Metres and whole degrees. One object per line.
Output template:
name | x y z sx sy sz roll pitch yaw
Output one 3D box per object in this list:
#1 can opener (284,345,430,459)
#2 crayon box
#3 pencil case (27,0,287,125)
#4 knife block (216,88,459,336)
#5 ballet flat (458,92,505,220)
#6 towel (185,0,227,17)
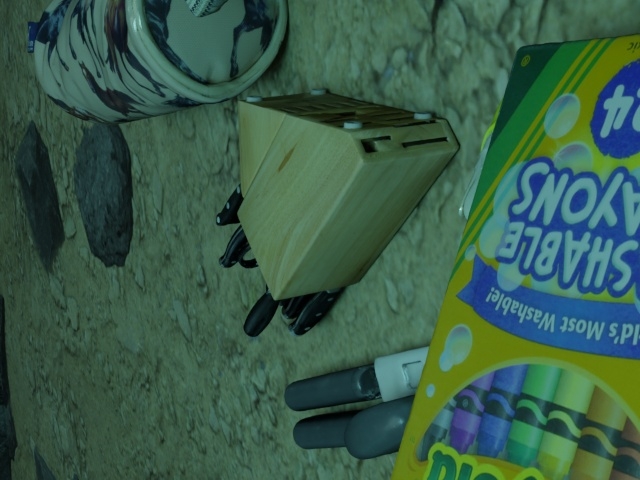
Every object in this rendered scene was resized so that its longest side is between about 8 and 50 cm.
can opener | 0.025 0.144 0.845 0.283 0.095 0.076 -26 76 61
crayon box | 0.144 0.063 0.478 0.203 0.083 0.323 10 83 60
pencil case | -0.182 -0.220 1.033 0.410 0.160 0.183 6 119 61
knife block | 0.000 0.000 0.851 0.276 0.088 0.242 25 122 56
ballet flat | 0.125 0.000 0.631 0.077 0.077 0.231 25 121 57
towel | -0.014 -0.357 0.654 0.312 0.056 0.324 142 141 -59
